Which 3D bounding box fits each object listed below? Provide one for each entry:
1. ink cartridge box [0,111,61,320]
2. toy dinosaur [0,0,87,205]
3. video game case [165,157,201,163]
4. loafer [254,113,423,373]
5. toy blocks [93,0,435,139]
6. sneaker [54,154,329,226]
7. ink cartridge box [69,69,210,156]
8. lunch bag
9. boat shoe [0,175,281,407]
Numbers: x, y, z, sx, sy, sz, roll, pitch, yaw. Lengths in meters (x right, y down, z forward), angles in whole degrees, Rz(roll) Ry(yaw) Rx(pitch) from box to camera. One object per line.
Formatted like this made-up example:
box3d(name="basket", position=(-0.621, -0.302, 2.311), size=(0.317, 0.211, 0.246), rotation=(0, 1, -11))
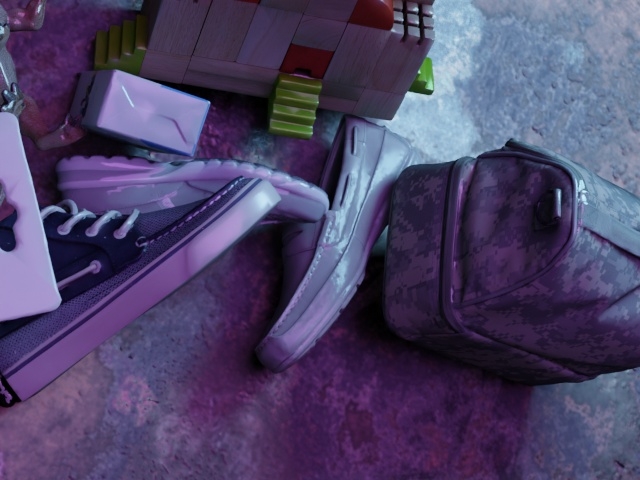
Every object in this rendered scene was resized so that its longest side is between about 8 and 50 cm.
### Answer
box3d(name="ink cartridge box", position=(-0.432, 0.018, 1.578), size=(0.353, 0.119, 0.207), rotation=(-12, 80, -16))
box3d(name="toy dinosaur", position=(-0.350, -0.163, 1.708), size=(0.127, 0.200, 0.296), rotation=(-16, 99, -57))
box3d(name="video game case", position=(-0.173, -0.039, 1.841), size=(0.122, 0.011, 0.087), rotation=(-8, 81, -28))
box3d(name="loafer", position=(0.000, 0.000, 1.865), size=(0.111, 0.112, 0.319), rotation=(34, 56, -8))
box3d(name="toy blocks", position=(-0.022, -0.262, 1.801), size=(0.381, 0.261, 0.191), rotation=(9, 54, -14))
box3d(name="sneaker", position=(-0.132, -0.028, 1.791), size=(0.281, 0.105, 0.115), rotation=(2, 94, -3))
box3d(name="ink cartridge box", position=(-0.193, -0.130, 1.775), size=(0.104, 0.181, 0.062), rotation=(18, 89, -20))
box3d(name="lunch bag", position=(0.254, 0.026, 1.851), size=(0.305, 0.256, 0.213), rotation=(24, 67, -41))
box3d(name="boat shoe", position=(-0.214, 0.006, 1.683), size=(0.340, 0.127, 0.158), rotation=(-36, 90, 1))
